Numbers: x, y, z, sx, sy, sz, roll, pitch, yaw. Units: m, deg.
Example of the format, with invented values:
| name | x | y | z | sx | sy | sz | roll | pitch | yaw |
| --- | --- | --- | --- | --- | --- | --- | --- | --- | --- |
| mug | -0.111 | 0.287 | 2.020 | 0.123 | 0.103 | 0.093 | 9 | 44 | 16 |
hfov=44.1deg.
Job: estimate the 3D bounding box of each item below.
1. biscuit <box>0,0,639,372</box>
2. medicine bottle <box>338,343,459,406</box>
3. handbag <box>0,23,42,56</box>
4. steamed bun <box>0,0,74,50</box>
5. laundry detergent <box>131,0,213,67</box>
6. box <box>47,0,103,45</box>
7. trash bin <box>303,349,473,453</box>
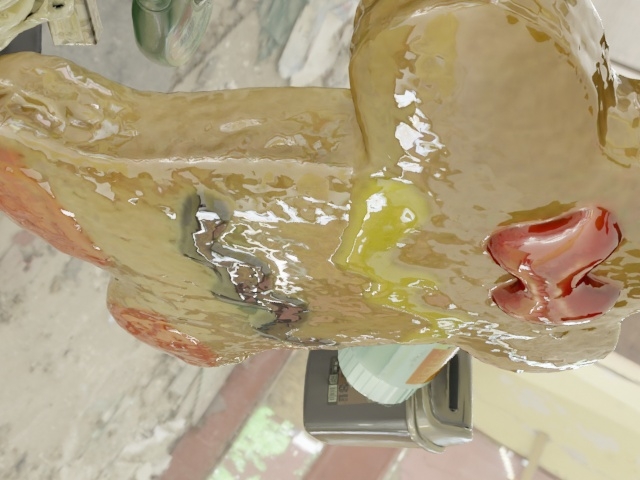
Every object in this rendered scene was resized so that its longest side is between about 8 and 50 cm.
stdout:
| name | x | y | z | sx | sy | sz | roll | pitch | yaw |
| --- | --- | --- | --- | --- | --- | --- | --- | --- | --- |
| biscuit | 0.000 | 0.000 | 0.473 | 0.368 | 0.394 | 0.076 | 62 | 32 | -54 |
| medicine bottle | 0.152 | 0.095 | 1.154 | 0.158 | 0.158 | 0.318 | -35 | 162 | -51 |
| handbag | -0.534 | -0.261 | 1.134 | 0.269 | 0.118 | 0.325 | 9 | 70 | -48 |
| steamed bun | -0.361 | -0.277 | 0.733 | 0.268 | 0.280 | 0.207 | 23 | 104 | -32 |
| laundry detergent | -0.178 | -0.283 | 0.941 | 0.137 | 0.063 | 0.211 | -60 | -179 | 0 |
| box | -0.315 | -0.295 | 0.994 | 0.098 | 0.062 | 0.045 | 91 | 1 | -47 |
| trash bin | 0.125 | 0.264 | 1.386 | 0.182 | 0.291 | 0.209 | 40 | 48 | -53 |
